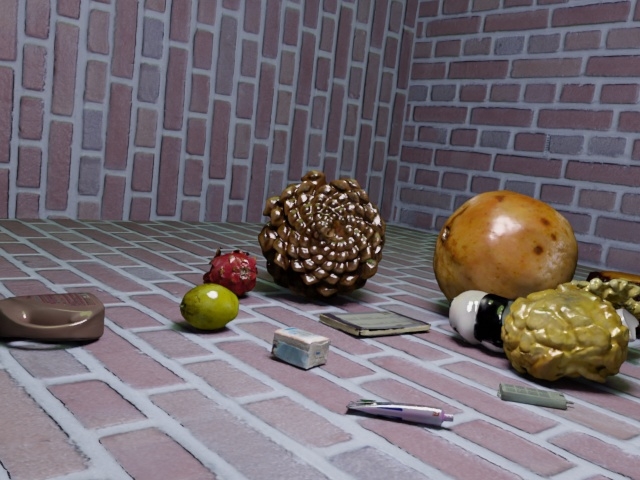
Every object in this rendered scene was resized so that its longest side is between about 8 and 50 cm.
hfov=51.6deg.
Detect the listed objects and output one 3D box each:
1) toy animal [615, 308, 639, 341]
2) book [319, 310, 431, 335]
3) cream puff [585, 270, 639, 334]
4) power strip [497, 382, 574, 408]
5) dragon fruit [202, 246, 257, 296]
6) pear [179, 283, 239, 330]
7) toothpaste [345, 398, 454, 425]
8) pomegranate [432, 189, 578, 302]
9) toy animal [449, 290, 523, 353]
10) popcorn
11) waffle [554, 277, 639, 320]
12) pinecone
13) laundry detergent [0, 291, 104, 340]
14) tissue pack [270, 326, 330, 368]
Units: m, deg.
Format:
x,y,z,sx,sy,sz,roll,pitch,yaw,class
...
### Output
x,y,z,sx,sy,sz,roll,pitch,yaw,class
0.656,0.221,1.584,0.182,0.127,0.131,-39,4,35,toy animal
0.134,0.202,1.615,0.231,0.026,0.157,2,6,-35,book
0.858,0.175,1.863,0.239,0.164,0.239,7,7,-1,cream puff
0.394,0.285,1.212,0.136,0.019,0.051,7,6,10,power strip
-0.236,0.093,1.765,0.166,0.136,0.133,-19,-39,29,dragon fruit
-0.242,0.143,1.433,0.131,0.107,0.107,10,5,-28,pear
0.127,0.273,1.059,0.170,0.028,0.045,4,1,13,toothpaste
0.510,0.063,1.772,0.410,0.409,0.410,6,8,-1,pomegranate
0.393,0.190,1.546,0.179,0.138,0.166,3,-17,45,toy animal
0.500,0.195,1.376,0.250,0.189,0.250,3,25,-1,popcorn
0.652,0.168,1.613,0.250,0.056,0.261,8,-34,-5,waffle
0.000,0.000,1.889,0.385,0.384,0.384,6,8,-1,pinecone
-0.533,0.150,1.250,0.237,0.076,0.171,1,10,-35,laundry detergent
-0.040,0.207,1.290,0.094,0.058,0.074,12,8,36,tissue pack
